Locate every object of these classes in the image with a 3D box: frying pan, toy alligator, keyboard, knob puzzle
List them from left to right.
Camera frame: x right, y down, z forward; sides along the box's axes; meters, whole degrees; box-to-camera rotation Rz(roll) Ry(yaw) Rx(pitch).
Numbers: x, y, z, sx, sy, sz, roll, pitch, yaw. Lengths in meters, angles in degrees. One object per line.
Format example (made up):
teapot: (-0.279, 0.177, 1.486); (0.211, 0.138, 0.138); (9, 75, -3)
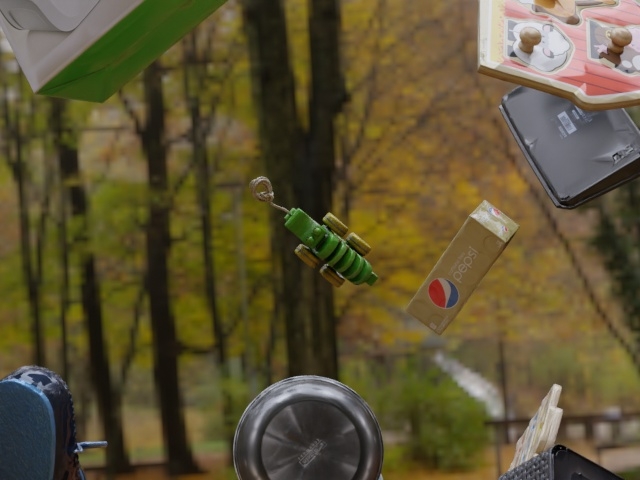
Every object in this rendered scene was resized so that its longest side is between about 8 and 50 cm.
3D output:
toy alligator: (0.000, 0.000, 1.762); (0.190, 0.056, 0.051); (39, 3, -30)
frying pan: (0.010, 0.332, 2.162); (0.197, 0.326, 0.053); (-21, -8, -8)
knob puzzle: (0.231, -0.183, 1.440); (0.213, 0.213, 0.030); (-1, -42, -22)
keyboard: (0.323, -0.146, 1.926); (0.201, 0.033, 0.317); (-32, 27, 9)

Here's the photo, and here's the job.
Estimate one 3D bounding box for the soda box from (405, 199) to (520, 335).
soda box: (0.188, 0.037, 2.222); (0.181, 0.061, 0.058); (-58, -9, 34)

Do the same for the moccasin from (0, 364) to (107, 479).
moccasin: (-0.310, 0.256, 1.783); (0.138, 0.342, 0.117); (33, 40, 20)

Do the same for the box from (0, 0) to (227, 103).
box: (-0.219, -0.312, 1.744); (0.262, 0.231, 0.127); (-35, -17, 24)

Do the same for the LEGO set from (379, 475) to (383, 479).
LEGO set: (0.020, 0.398, 2.266); (0.182, 0.244, 0.060); (-16, -5, -17)

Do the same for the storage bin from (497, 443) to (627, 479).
storage bin: (0.279, 0.309, 1.766); (0.180, 0.122, 0.084); (30, -47, -26)

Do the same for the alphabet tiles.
alphabet tiles: (0.231, 0.319, 2.041); (0.021, 0.278, 0.284); (21, -35, 3)
